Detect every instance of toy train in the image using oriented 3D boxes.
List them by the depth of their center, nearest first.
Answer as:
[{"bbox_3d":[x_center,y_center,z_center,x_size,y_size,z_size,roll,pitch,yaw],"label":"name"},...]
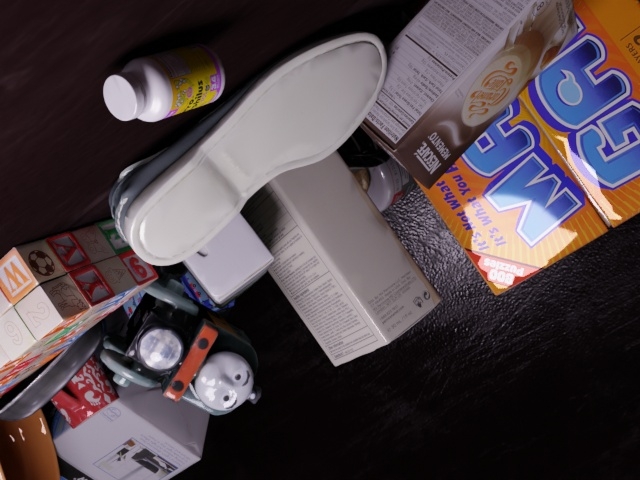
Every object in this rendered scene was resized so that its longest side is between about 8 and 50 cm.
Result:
[{"bbox_3d":[-0.176,0.136,1.050,0.142,0.190,0.334,-61,-168,-6],"label":"toy train"}]

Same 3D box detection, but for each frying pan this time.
[{"bbox_3d":[-0.391,0.176,1.142,0.197,0.053,0.326,-48,-167,-20],"label":"frying pan"}]

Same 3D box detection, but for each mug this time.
[{"bbox_3d":[-0.433,0.227,1.332,0.113,0.169,0.150,-35,179,35],"label":"mug"}]

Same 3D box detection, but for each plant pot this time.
[{"bbox_3d":[-0.578,0.372,1.315,0.203,0.291,0.291,-18,177,-5],"label":"plant pot"}]

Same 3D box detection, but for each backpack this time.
[{"bbox_3d":[-0.257,0.092,1.423,0.173,0.158,0.117,-20,162,-31],"label":"backpack"}]

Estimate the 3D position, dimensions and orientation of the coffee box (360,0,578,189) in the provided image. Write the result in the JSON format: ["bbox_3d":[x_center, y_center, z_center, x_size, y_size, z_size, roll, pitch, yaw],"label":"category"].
[{"bbox_3d":[0.154,-0.191,0.872,0.246,0.098,0.141,-47,154,6],"label":"coffee box"}]

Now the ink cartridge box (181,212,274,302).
[{"bbox_3d":[-0.139,0.000,1.001,0.087,0.153,0.208,-37,179,-10],"label":"ink cartridge box"}]

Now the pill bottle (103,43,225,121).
[{"bbox_3d":[-0.107,-0.107,0.547,0.043,0.043,0.083,-36,177,42],"label":"pill bottle"}]

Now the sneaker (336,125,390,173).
[{"bbox_3d":[0.015,-0.139,1.321,0.271,0.100,0.108,-31,-169,-15],"label":"sneaker"}]

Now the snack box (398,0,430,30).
[{"bbox_3d":[0.170,-0.297,0.915,0.178,0.022,0.064,-35,179,1],"label":"snack box"}]

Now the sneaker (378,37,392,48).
[{"bbox_3d":[0.068,-0.188,0.936,0.085,0.086,0.237,-34,178,41],"label":"sneaker"}]

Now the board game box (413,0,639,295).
[{"bbox_3d":[0.334,-0.197,1.178,0.356,0.356,0.356,-36,177,25],"label":"board game box"}]

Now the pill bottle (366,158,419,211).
[{"bbox_3d":[0.168,-0.184,1.561,0.283,0.161,0.161,-33,178,-30],"label":"pill bottle"}]

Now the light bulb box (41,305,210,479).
[{"bbox_3d":[-0.416,0.338,1.652,0.361,0.225,0.358,-36,-154,23],"label":"light bulb box"}]

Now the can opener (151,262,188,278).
[{"bbox_3d":[-0.219,0.017,1.238,0.095,0.076,0.283,-33,179,-24],"label":"can opener"}]

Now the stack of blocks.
[{"bbox_3d":[-0.348,0.102,0.901,0.297,0.087,0.171,-36,178,25],"label":"stack of blocks"}]

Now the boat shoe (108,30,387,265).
[{"bbox_3d":[-0.074,-0.109,0.788,0.319,0.116,0.099,-41,-137,-12],"label":"boat shoe"}]

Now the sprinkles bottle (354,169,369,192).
[{"bbox_3d":[-0.076,-0.047,1.401,0.355,0.121,0.121,-34,178,-29],"label":"sprinkles bottle"}]

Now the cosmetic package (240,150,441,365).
[{"bbox_3d":[0.000,0.000,1.059,0.113,0.309,0.160,-33,178,-32],"label":"cosmetic package"}]
